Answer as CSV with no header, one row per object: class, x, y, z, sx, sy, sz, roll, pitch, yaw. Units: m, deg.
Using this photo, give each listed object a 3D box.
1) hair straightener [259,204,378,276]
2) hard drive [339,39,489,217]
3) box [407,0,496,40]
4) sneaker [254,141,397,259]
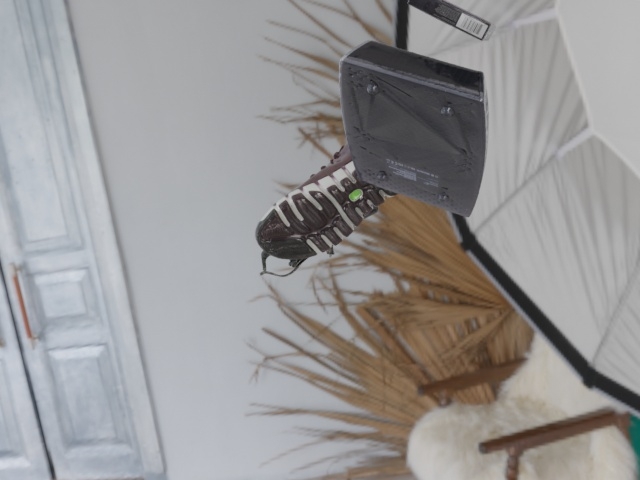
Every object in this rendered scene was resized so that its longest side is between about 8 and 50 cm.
hair straightener,0.000,0.000,1.200,0.230,0.089,0.047,-35,30,-14
hard drive,0.112,-0.124,0.849,0.172,0.054,0.254,20,-20,17
box,0.192,-0.323,1.057,0.116,0.029,0.162,29,22,7
sneaker,0.026,-0.084,1.141,0.281,0.106,0.162,-30,24,11
